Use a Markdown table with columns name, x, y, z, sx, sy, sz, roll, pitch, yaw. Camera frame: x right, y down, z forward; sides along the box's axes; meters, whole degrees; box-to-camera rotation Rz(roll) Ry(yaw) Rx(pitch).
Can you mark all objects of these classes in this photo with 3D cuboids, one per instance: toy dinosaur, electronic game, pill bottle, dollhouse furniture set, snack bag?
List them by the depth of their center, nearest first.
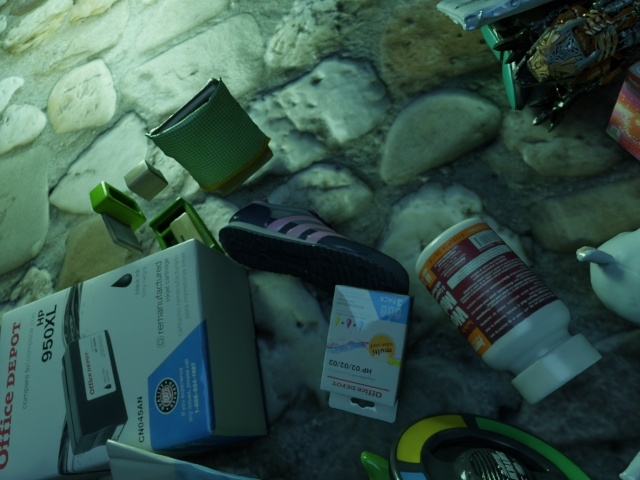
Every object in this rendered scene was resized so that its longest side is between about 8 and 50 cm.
| name | x | y | z | sx | sy | sz | roll | pitch | yaw |
| --- | --- | --- | --- | --- | --- | --- | --- | --- | --- |
| electronic game | 0.187 | 0.258 | 0.478 | 0.229 | 0.229 | 0.048 | 13 | 103 | 26 |
| pill bottle | 0.232 | 0.087 | 0.577 | 0.121 | 0.121 | 0.221 | -37 | 60 | 5 |
| toy dinosaur | 0.370 | -0.258 | 0.588 | 0.321 | 0.218 | 0.165 | -8 | 86 | -18 |
| snack bag | 0.351 | -0.386 | 0.665 | 0.322 | 0.037 | 0.343 | -14 | 28 | 15 |
| dollhouse furniture set | -0.210 | -0.094 | 0.787 | 0.301 | 0.197 | 0.151 | -40 | 59 | 3 |

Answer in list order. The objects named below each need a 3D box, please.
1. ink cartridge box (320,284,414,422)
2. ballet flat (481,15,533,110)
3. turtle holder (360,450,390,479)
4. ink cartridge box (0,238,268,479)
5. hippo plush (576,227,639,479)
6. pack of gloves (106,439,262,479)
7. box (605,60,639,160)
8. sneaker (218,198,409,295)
| name | x | y | z | sx | sy | sz | roll | pitch | yaw |
| --- | --- | --- | --- | --- | --- | --- | --- | --- | --- |
| ink cartridge box | 0.063 | 0.159 | 0.621 | 0.104 | 0.061 | 0.182 | 8 | 88 | 17 |
| ballet flat | 0.321 | -0.304 | 0.732 | 0.074 | 0.074 | 0.204 | -15 | 62 | 16 |
| turtle holder | 0.111 | 0.405 | 0.457 | 0.319 | 0.243 | 0.228 | 21 | 92 | -7 |
| ink cartridge box | -0.310 | 0.208 | 0.722 | 0.394 | 0.166 | 0.286 | -20 | 63 | 14 |
| hippo plush | 0.429 | 0.079 | 0.484 | 0.294 | 0.234 | 0.237 | -57 | 32 | 30 |
| pack of gloves | -0.157 | 0.345 | 0.598 | 0.231 | 0.195 | 0.046 | 11 | 30 | 9 |
| box | 0.525 | -0.118 | 0.529 | 0.154 | 0.142 | 0.300 | -33 | 61 | 6 |
| sneaker | 0.000 | 0.000 | 0.723 | 0.318 | 0.112 | 0.131 | 18 | 46 | 16 |
